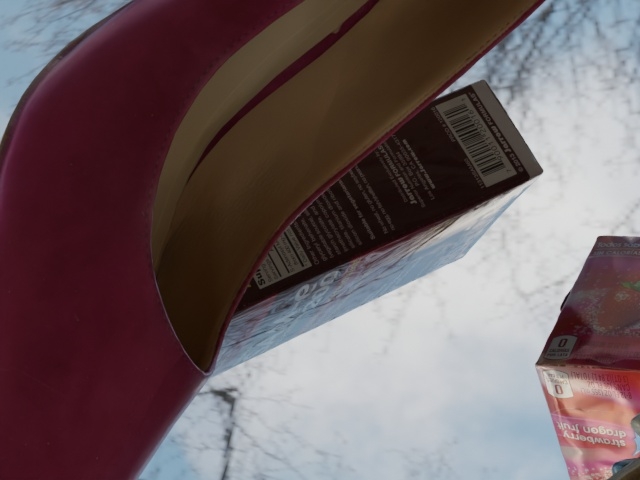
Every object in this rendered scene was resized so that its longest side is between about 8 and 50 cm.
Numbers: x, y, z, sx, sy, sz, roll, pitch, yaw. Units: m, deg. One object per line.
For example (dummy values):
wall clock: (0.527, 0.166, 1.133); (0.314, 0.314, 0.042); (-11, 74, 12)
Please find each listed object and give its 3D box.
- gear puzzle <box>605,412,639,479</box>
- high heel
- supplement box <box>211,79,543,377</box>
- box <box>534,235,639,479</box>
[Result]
gear puzzle: (0.257, 0.072, 0.627); (0.339, 0.044, 0.175); (-31, -82, -18)
high heel: (0.003, -0.024, 0.371); (0.082, 0.117, 0.244); (74, -147, -55)
supplement box: (0.000, 0.000, 0.929); (0.239, 0.130, 0.073); (-24, -105, -27)
box: (0.268, 0.085, 0.895); (0.123, 0.257, 0.128); (-56, -44, -41)
